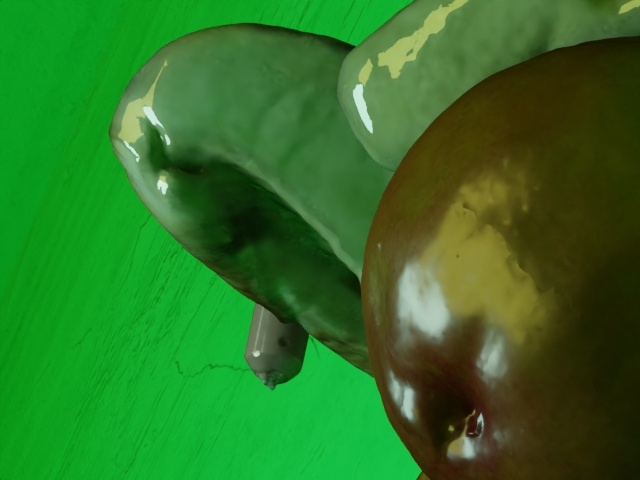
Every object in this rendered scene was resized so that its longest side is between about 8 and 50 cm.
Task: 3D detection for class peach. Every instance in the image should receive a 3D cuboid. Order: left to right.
[{"bbox_3d":[0.178,0.050,1.067,0.343,0.302,0.342,39,146,33],"label":"peach"}]

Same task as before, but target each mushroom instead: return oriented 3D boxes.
[{"bbox_3d":[0.003,-0.042,1.528,0.224,0.397,0.314,-59,13,-6],"label":"mushroom"}]

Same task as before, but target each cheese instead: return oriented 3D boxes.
[{"bbox_3d":[0.203,-0.196,1.278,0.351,0.129,0.328,-36,0,27],"label":"cheese"}]

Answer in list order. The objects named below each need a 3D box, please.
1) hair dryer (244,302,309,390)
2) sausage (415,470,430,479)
[{"bbox_3d":[0.000,0.000,1.753,0.125,0.210,0.352,129,157,-56],"label":"hair dryer"},{"bbox_3d":[0.098,0.265,1.473,0.274,0.105,0.105,-64,22,20],"label":"sausage"}]
